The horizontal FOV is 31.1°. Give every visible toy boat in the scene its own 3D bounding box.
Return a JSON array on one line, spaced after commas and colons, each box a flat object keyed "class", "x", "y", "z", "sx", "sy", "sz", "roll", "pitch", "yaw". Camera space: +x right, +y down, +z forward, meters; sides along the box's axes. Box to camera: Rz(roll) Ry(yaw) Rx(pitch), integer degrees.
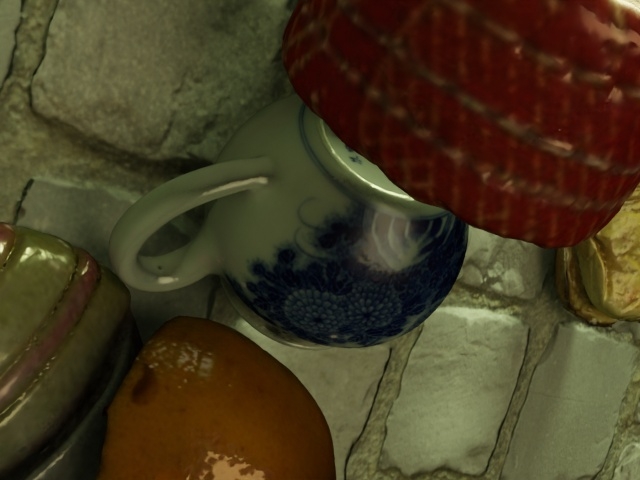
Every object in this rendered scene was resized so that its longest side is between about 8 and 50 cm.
[{"class": "toy boat", "x": -0.261, "y": 0.105, "z": 0.981, "sx": 0.276, "sy": 0.111, "sz": 0.293, "roll": -32, "pitch": 114, "yaw": -39}]

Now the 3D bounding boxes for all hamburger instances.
[{"class": "hamburger", "x": 0.369, "y": -0.002, "z": 1.521, "sx": 0.131, "sy": 0.124, "sz": 0.262, "roll": -8, "pitch": 106, "yaw": -21}]

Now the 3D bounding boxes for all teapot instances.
[{"class": "teapot", "x": 0.000, "y": 0.000, "z": 1.108, "sx": 0.424, "sy": 0.252, "sz": 0.280, "roll": 0, "pitch": 141, "yaw": -34}]

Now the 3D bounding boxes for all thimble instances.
[{"class": "thimble", "x": 0.161, "y": -0.183, "z": 0.997, "sx": 0.350, "sy": 0.350, "sz": 0.230, "roll": -2, "pitch": 135, "yaw": -42}]

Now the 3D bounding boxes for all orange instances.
[{"class": "orange", "x": -0.106, "y": 0.219, "z": 1.073, "sx": 0.274, "sy": 0.274, "sz": 0.310, "roll": -49, "pitch": 116, "yaw": -20}]
